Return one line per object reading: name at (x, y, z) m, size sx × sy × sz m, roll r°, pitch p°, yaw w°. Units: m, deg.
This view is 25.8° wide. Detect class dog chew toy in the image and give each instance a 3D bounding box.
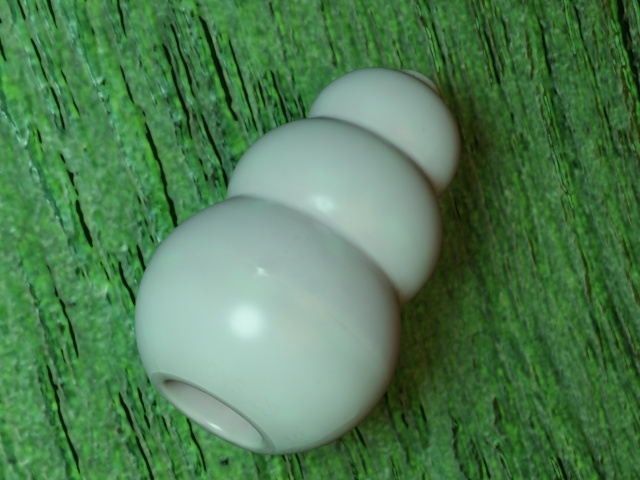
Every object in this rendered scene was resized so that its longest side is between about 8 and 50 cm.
dog chew toy at (0.000, 0.000, 1.102) m, size 0.206 × 0.207 × 0.331 m, roll 42°, pitch 65°, yaw -23°
